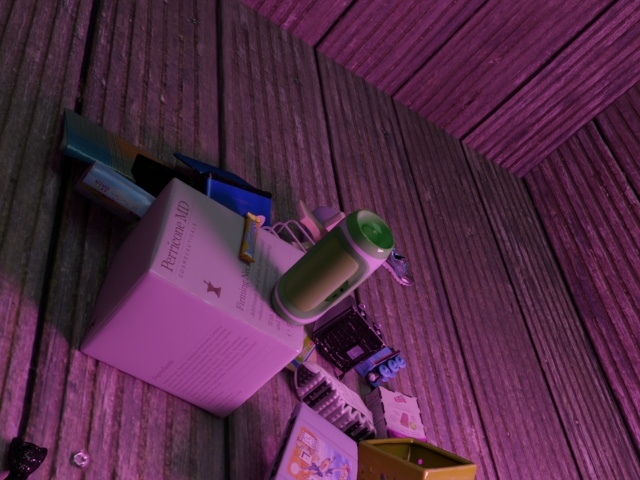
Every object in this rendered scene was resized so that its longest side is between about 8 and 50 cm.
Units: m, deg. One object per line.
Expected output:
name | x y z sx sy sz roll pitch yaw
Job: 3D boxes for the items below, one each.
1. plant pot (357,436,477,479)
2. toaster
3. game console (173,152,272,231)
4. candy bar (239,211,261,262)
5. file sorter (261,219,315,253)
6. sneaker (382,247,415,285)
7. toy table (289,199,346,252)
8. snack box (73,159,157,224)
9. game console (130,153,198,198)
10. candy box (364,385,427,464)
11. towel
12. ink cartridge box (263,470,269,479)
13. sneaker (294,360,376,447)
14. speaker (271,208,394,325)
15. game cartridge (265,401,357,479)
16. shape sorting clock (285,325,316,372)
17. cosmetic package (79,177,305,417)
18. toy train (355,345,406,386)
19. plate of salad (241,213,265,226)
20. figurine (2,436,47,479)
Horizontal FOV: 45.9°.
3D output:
plant pot | 0.226 0.631 1.899 0.228 0.227 0.207 12 90 -43
toaster | 0.077 0.275 2.180 0.168 0.185 0.110 50 16 -14
game console | -0.299 -0.120 2.279 0.293 0.173 0.250 16 74 -53
candy bar | -0.162 -0.006 1.747 0.040 0.018 0.162 32 34 -21
file sorter | -0.151 0.068 2.134 0.173 0.193 0.277 51 32 13
sneaker | 0.286 0.093 2.721 0.166 0.076 0.065 43 33 -6
toy table | 0.000 0.000 2.366 0.161 0.252 0.274 27 25 -57
snack box | -0.519 -0.116 1.898 0.174 0.207 0.070 34 76 -19
game console | -0.360 -0.056 1.946 0.213 0.361 0.044 26 58 30
candy box | 0.222 0.548 2.156 0.159 0.071 0.234 24 39 -31
towel | -0.536 -0.215 2.061 0.370 0.040 0.271 29 17 -28
ink cartridge box | -0.059 0.603 1.715 0.127 0.128 0.176 36 33 -16
sneaker | 0.040 0.431 2.055 0.292 0.110 0.118 49 23 -13
speaker | 0.023 0.063 1.625 0.131 0.296 0.131 30 36 -25
game cartridge | -0.013 0.520 1.691 0.198 0.062 0.297 35 33 -8
shape sorting clock | -0.086 0.282 2.113 0.206 0.040 0.206 36 29 -24
cosmetic package | -0.282 0.142 1.771 0.393 0.327 0.329 31 35 -22
toy train | 0.184 0.373 2.300 0.105 0.080 0.184 51 32 17
plate of salad | -0.243 -0.017 2.105 0.048 0.200 0.199 56 33 11
figurine | -0.609 0.403 1.343 0.214 0.092 0.209 35 26 -16
